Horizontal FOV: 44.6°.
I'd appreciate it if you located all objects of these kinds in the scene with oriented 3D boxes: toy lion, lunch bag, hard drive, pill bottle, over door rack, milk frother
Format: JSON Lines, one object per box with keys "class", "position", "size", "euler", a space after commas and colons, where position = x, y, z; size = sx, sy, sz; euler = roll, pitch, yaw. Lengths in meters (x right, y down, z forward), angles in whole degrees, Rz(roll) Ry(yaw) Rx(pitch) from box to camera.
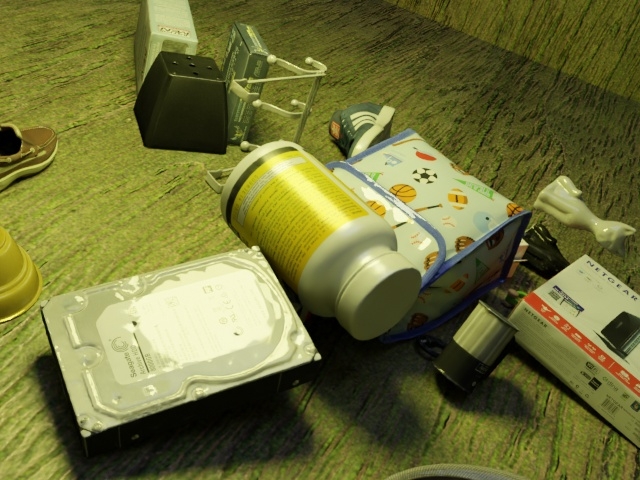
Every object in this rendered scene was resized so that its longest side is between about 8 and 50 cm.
{"class": "toy lion", "position": [0.430, 0.136, 1.569], "size": [0.096, 0.034, 0.100], "euler": [-2, 37, -42]}
{"class": "lunch bag", "position": [0.140, -0.006, 1.455], "size": [0.385, 0.239, 0.328], "euler": [-28, 53, -30]}
{"class": "hard drive", "position": [-0.199, 0.141, 1.107], "size": [0.338, 0.064, 0.237], "euler": [-15, 51, -22]}
{"class": "pill bottle", "position": [0.000, 0.000, 1.252], "size": [0.187, 0.188, 0.334], "euler": [-12, 44, -40]}
{"class": "over door rack", "position": [-0.129, -0.268, 1.695], "size": [0.108, 0.240, 0.324], "euler": [32, 33, 17]}
{"class": "milk frother", "position": [0.245, 0.163, 1.327], "size": [0.143, 0.135, 0.129], "euler": [39, 6, 25]}

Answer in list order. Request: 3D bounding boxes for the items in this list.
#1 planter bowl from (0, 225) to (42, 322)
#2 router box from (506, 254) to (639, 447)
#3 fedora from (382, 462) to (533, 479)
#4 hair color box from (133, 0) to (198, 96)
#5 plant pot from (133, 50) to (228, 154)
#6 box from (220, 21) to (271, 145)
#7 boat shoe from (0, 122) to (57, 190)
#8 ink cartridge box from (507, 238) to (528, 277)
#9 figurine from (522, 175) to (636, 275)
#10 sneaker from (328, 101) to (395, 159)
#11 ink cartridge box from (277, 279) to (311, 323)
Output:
{"class": "planter bowl", "position": [-0.530, 0.027, 1.176], "size": [0.217, 0.090, 0.217], "euler": [14, 33, -9]}
{"class": "router box", "position": [0.548, 0.196, 1.452], "size": [0.335, 0.082, 0.301], "euler": [42, 38, 21]}
{"class": "fedora", "position": [0.164, 0.394, 0.938], "size": [0.275, 0.124, 0.244], "euler": [-1, 32, -9]}
{"class": "hair color box", "position": [-0.395, -0.495, 1.957], "size": [0.113, 0.185, 0.375], "euler": [7, 34, -19]}
{"class": "plant pot", "position": [-0.302, -0.318, 1.753], "size": [0.188, 0.167, 0.187], "euler": [3, 35, -25]}
{"class": "box", "position": [-0.190, -0.365, 1.820], "size": [0.059, 0.233, 0.183], "euler": [5, 35, -25]}
{"class": "boat shoe", "position": [-0.568, -0.172, 1.456], "size": [0.095, 0.095, 0.257], "euler": [20, 32, 2]}
{"class": "ink cartridge box", "position": [0.362, 0.015, 1.660], "size": [0.092, 0.090, 0.143], "euler": [-3, 39, -30]}
{"class": "figurine", "position": [0.541, 0.003, 1.658], "size": [0.209, 0.215, 0.092], "euler": [39, 42, 26]}
{"class": "sneaker", "position": [0.081, -0.252, 1.905], "size": [0.148, 0.131, 0.350], "euler": [15, 25, 8]}
{"class": "ink cartridge box", "position": [-0.094, 0.099, 1.304], "size": [0.134, 0.078, 0.231], "euler": [29, 33, 15]}
